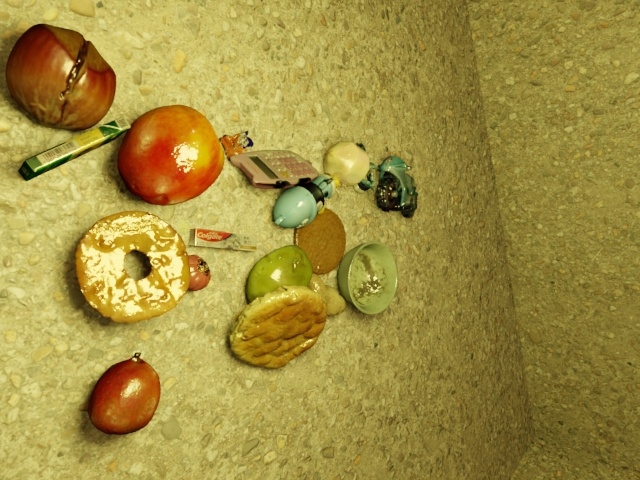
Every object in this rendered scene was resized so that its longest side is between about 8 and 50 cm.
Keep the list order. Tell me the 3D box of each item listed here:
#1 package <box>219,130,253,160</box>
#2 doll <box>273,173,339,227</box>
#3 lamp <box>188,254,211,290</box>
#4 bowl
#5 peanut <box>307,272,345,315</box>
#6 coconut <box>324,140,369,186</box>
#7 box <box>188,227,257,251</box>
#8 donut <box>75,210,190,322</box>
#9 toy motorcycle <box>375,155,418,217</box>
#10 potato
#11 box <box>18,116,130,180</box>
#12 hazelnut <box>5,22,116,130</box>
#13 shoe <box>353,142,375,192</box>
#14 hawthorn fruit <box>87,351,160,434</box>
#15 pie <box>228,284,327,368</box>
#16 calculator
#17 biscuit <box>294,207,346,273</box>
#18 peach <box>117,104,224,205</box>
[{"bbox_3d":[-0.269,-0.314,1.306,0.111,0.033,0.077,-33,135,-24],"label":"package"},{"bbox_3d":[-0.052,-0.135,1.403,0.141,0.177,0.314,51,50,0],"label":"doll"},{"bbox_3d":[-0.363,0.092,1.157,0.107,0.092,0.107,55,19,-30],"label":"lamp"},{"bbox_3d":[0.165,0.144,1.610,0.289,0.146,0.289,1,89,-42],"label":"bowl"},{"bbox_3d":[0.010,0.203,1.506,0.228,0.086,0.104,43,35,-32],"label":"peanut"},{"bbox_3d":[0.092,-0.297,1.554,0.183,0.171,0.170,13,80,-44],"label":"coconut"},{"bbox_3d":[-0.298,0.000,1.258,0.218,0.040,0.055,9,83,-43],"label":"box"},{"bbox_3d":[-0.473,0.065,1.028,0.278,0.109,0.277,4,83,-34],"label":"donut"},{"bbox_3d":[0.347,-0.229,1.765,0.416,0.172,0.232,9,84,-58],"label":"toy motorcycle"},{"bbox_3d":[-0.130,0.121,1.329,0.253,0.149,0.186,-54,140,-24],"label":"potato"},{"bbox_3d":[-0.574,-0.217,0.948,0.235,0.132,0.034,-43,115,-35],"label":"box"},{"bbox_3d":[-0.581,-0.360,0.920,0.212,0.181,0.180,27,50,-49],"label":"hazelnut"},{"bbox_3d":[0.183,-0.302,1.674,0.092,0.106,0.207,-13,94,-43],"label":"shoe"},{"bbox_3d":[-0.472,0.372,0.992,0.169,0.169,0.188,28,78,-39],"label":"hawthorn fruit"},{"bbox_3d":[-0.126,0.273,1.276,0.340,0.083,0.339,-16,131,-19],"label":"pie"},{"bbox_3d":[-0.140,-0.238,1.340,0.294,0.194,0.043,-17,140,-41],"label":"calculator"},{"bbox_3d":[0.000,0.000,1.536,0.262,0.037,0.261,3,85,-43],"label":"biscuit"},{"bbox_3d":[-0.392,-0.220,1.052,0.238,0.281,0.280,84,22,-71],"label":"peach"}]
